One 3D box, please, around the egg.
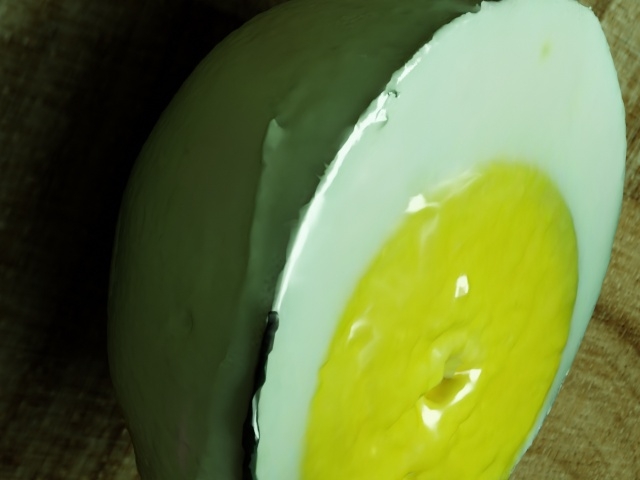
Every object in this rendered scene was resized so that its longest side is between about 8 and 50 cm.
[{"bbox_3d":[0.000,0.000,0.987,0.337,0.201,0.337,-38,140,-43],"label":"egg"}]
